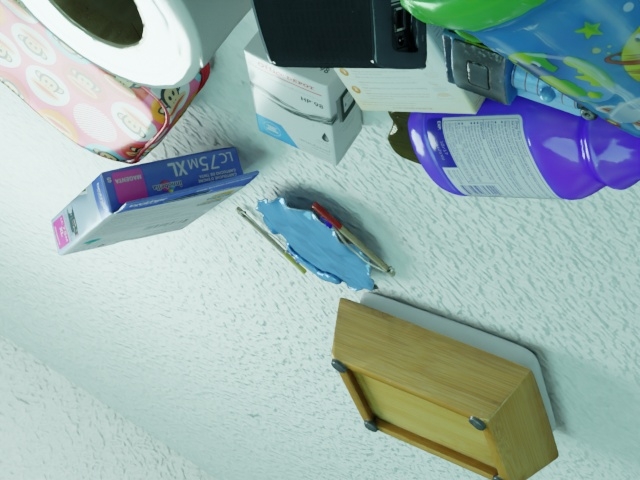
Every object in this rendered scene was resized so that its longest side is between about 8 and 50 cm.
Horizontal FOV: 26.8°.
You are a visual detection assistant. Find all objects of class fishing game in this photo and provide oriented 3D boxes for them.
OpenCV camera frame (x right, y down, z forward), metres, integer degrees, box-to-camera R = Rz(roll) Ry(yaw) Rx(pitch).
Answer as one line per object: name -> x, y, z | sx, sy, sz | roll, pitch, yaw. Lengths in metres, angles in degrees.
fishing game -> 0.000, 0.000, 1.716 | 0.189, 0.041, 0.264 | 42, 163, -16

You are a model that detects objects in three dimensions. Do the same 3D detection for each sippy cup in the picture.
sippy cup -> 0.204, -0.191, 0.912 | 0.224, 0.240, 0.305 | 35, -163, -28

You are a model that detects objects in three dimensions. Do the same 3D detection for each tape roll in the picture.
tape roll -> -0.167, -0.283, 1.243 | 0.246, 0.169, 0.246 | 28, 155, 15

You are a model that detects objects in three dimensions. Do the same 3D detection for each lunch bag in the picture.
lunch bag -> -0.277, -0.229, 1.538 | 0.293, 0.120, 0.258 | 39, 155, -9

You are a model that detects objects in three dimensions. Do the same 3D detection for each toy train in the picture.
toy train -> 0.193, -0.156, 1.103 | 0.184, 0.105, 0.080 | 23, 154, 23

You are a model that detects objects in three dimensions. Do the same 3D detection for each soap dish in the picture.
soap dish -> 0.160, 0.202, 1.787 | 0.291, 0.118, 0.229 | 20, 152, 31

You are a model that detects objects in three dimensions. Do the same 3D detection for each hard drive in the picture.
hard drive -> -0.001, -0.259, 1.077 | 0.172, 0.054, 0.255 | 9, 114, 44

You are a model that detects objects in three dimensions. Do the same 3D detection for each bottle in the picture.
bottle -> 0.211, -0.094, 1.208 | 0.283, 0.092, 0.118 | 3, 136, 48

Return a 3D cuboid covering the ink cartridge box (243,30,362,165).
ink cartridge box -> -0.018, -0.167, 1.399 | 0.104, 0.060, 0.180 | 26, 154, 19

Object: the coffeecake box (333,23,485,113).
coffeecake box -> 0.059, -0.201, 1.199 | 0.142, 0.068, 0.185 | 8, 146, 45

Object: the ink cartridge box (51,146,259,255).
ink cartridge box -> -0.219, -0.053, 1.725 | 0.311, 0.185, 0.065 | -22, 83, 63

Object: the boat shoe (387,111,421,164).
boat shoe -> 0.098, -0.125, 1.363 | 0.056, 0.048, 0.153 | 20, 160, 20
